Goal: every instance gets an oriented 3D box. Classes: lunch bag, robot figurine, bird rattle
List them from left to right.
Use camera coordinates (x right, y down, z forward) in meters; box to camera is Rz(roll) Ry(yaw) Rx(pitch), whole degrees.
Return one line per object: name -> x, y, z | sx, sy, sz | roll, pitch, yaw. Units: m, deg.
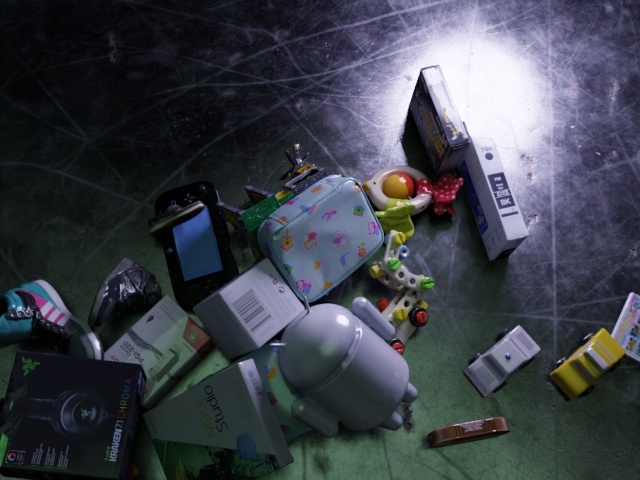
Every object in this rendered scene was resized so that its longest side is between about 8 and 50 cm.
lunch bag -> -0.154, 0.378, 1.772 | 0.262, 0.160, 0.223 | -27, 77, -1
lunch bag -> 0.000, 0.000, 1.815 | 0.279, 0.108, 0.224 | -37, 117, -17
robot figurine -> 0.051, 0.272, 1.693 | 0.353, 0.199, 0.300 | 41, 65, -24
bird rattle -> 0.224, -0.123, 1.991 | 0.253, 0.143, 0.207 | -35, 60, -17

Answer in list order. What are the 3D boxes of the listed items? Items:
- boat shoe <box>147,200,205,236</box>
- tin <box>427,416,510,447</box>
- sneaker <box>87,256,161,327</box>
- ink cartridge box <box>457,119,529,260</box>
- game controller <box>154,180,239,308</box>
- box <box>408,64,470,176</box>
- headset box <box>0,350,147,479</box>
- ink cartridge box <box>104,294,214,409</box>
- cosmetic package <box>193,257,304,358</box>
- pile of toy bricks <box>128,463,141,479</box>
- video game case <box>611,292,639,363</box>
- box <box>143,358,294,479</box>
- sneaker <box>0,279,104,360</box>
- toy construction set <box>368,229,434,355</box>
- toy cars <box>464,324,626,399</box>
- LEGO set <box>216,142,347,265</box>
boat shoe -> -0.357, -0.063, 1.917 | 0.152, 0.056, 0.049 | -27, 76, 3
tin -> 0.340, 0.442, 1.804 | 0.189, 0.106, 0.040 | -8, 63, -7
sneaker -> -0.452, 0.135, 1.837 | 0.130, 0.087, 0.227 | 25, 31, 0
ink cartridge box -> 0.421, -0.130, 1.979 | 0.065, 0.165, 0.333 | -14, 73, -8
game controller -> -0.305, 0.009, 1.940 | 0.166, 0.067, 0.319 | -14, 71, -8
box -> 0.303, -0.307, 2.026 | 0.056, 0.183, 0.231 | -14, 72, -9
headset box -> -0.532, 0.376, 1.651 | 0.282, 0.131, 0.247 | 7, 64, -2
ink cartridge box -> -0.381, 0.261, 1.833 | 0.158, 0.092, 0.218 | 42, 75, 11
cosmetic package -> -0.165, 0.157, 1.781 | 0.151, 0.183, 0.151 | -38, 95, -31
pile of toy bricks -> -0.417, 0.591, 1.716 | 0.105, 0.118, 0.212 | 19, 59, -27
video game case -> 0.808, 0.230, 1.952 | 0.143, 0.019, 0.157 | 29, 72, 7
box -> -0.229, 0.423, 1.692 | 0.322, 0.058, 0.232 | -32, 75, 31
sneaker -> -0.635, 0.204, 1.763 | 0.295, 0.124, 0.178 | 37, 30, 26
toy construction set -> 0.138, 0.156, 1.869 | 0.327, 0.151, 0.215 | -45, 103, -9
toy cars -> 0.545, 0.285, 1.874 | 0.393, 0.087, 0.177 | 2, 71, 0
LEGO set -> -0.094, -0.055, 1.926 | 0.331, 0.192, 0.255 | -40, 116, -15
